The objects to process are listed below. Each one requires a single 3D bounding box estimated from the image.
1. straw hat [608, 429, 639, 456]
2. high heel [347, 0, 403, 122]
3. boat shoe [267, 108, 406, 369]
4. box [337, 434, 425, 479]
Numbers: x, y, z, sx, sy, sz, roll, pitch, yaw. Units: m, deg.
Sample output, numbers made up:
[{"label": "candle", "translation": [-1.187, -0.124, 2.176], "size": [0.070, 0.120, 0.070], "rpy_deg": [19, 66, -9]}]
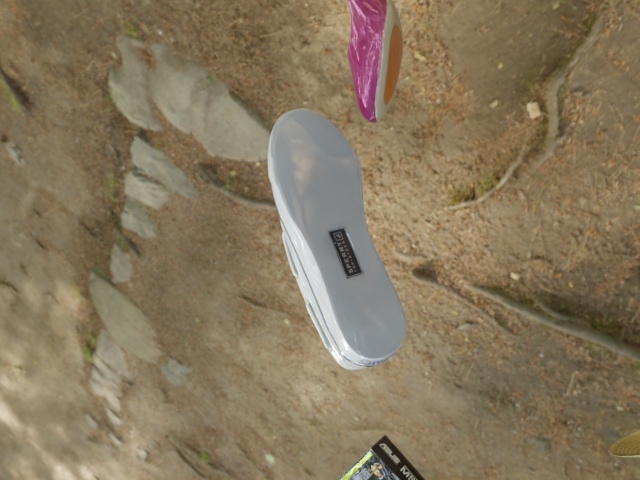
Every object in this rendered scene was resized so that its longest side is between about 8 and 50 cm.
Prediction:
[{"label": "straw hat", "translation": [0.398, 0.239, 0.700], "size": [0.144, 0.145, 0.061], "rpy_deg": [-38, 70, 49]}, {"label": "high heel", "translation": [0.019, -0.234, 0.634], "size": [0.117, 0.082, 0.243], "rpy_deg": [1, 88, 17]}, {"label": "boat shoe", "translation": [0.000, 0.000, 0.616], "size": [0.084, 0.095, 0.258], "rpy_deg": [132, 128, -60]}, {"label": "box", "translation": [0.091, 0.386, 0.860], "size": [0.184, 0.045, 0.190], "rpy_deg": [47, 126, 19]}]
